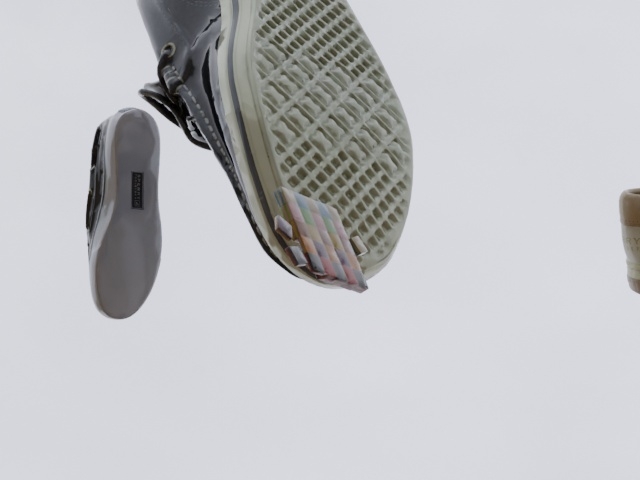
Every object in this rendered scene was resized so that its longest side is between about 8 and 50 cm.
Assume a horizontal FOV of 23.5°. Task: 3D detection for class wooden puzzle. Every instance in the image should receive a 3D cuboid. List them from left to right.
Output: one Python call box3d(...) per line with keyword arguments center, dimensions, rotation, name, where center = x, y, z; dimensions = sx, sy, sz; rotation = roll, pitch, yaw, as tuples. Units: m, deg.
box3d(center=(0.000, 0.000, 0.759), dimensions=(0.006, 0.049, 0.083), rotation=(-35, -30, 23), name="wooden puzzle")

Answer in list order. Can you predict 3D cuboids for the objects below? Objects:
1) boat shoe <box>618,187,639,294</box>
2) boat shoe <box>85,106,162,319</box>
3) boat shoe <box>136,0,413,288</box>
box3d(center=(0.398, -0.031, 1.282), dimensions=(0.302, 0.109, 0.098), rotation=(-12, -79, -1), name="boat shoe")
box3d(center=(-0.134, -0.017, 1.025), dimensions=(0.049, 0.142, 0.040), rotation=(12, -11, -37), name="boat shoe")
box3d(center=(-0.055, -0.135, 1.323), dimensions=(0.187, 0.500, 0.156), rotation=(18, -53, -36), name="boat shoe")
